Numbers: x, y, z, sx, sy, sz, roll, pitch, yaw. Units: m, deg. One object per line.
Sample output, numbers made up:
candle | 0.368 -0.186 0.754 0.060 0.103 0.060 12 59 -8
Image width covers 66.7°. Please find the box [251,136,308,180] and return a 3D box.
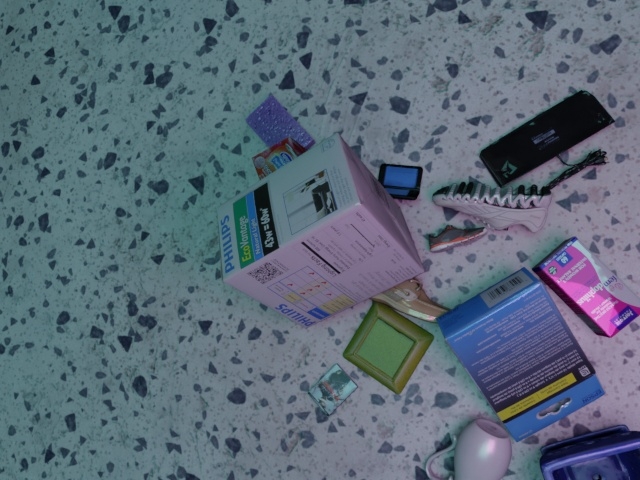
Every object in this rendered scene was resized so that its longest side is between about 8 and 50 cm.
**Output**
box | -0.062 -0.165 1.320 0.122 0.257 0.128 -25 76 15

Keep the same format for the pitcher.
pitcher | 0.359 0.536 1.190 0.177 0.125 0.207 24 101 33

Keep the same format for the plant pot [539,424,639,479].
plant pot | 0.624 0.541 1.054 0.235 0.212 0.236 -23 77 13

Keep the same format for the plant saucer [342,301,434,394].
plant saucer | 0.176 0.286 1.305 0.188 0.045 0.188 31 92 18

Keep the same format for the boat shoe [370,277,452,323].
boat shoe | 0.222 0.137 1.281 0.302 0.109 0.098 20 90 23

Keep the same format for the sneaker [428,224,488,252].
sneaker | 0.359 -0.018 1.284 0.157 0.061 0.065 -17 72 13

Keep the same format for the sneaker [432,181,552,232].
sneaker | 0.431 -0.083 1.250 0.291 0.110 0.118 8 119 27

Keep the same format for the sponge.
sponge | -0.125 -0.333 1.479 0.117 0.031 0.210 -43 73 7

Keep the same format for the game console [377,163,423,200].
game console | 0.213 -0.162 1.340 0.122 0.107 0.071 7 113 18

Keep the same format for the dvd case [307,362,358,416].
dvd case | 0.033 0.414 1.347 0.119 0.013 0.087 -46 73 7

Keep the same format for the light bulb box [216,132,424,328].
light bulb box | 0.000 0.000 1.185 0.360 0.358 0.225 -28 51 19

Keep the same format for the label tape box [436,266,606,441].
label tape box | 0.478 0.276 1.166 0.249 0.115 0.348 -34 105 10

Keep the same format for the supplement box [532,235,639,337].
supplement box | 0.634 0.111 1.159 0.111 0.114 0.220 -43 76 6

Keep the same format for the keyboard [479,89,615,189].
keyboard | 0.599 -0.232 1.255 0.317 0.033 0.202 -31 70 11
